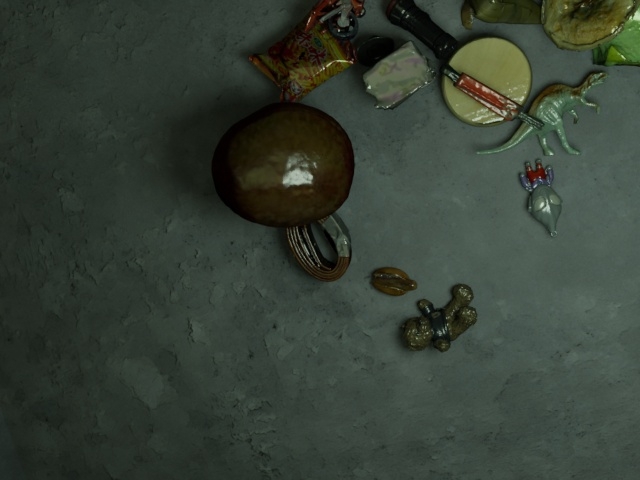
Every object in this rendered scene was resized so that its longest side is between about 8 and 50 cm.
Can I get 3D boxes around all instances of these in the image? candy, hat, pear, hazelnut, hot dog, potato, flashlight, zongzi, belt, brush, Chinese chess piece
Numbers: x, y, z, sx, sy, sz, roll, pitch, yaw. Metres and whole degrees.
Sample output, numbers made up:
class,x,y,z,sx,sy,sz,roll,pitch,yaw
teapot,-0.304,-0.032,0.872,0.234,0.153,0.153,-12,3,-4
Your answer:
class,x,y,z,sx,sy,sz,roll,pitch,yaw
candy,0.226,-0.467,1.793,0.195,0.185,0.137,-32,96,17
hat,0.158,-0.568,1.854,0.121,0.121,0.050,-18,57,17
pear,0.853,-0.583,1.620,0.286,0.176,0.282,7,100,12
hazelnut,-0.110,-0.219,1.810,0.420,0.421,0.353,-18,119,17
hot dog,0.231,0.132,1.966,0.140,0.060,0.090,18,109,7
potato,0.418,-0.648,1.785,0.037,0.036,0.093,8,102,11
flashlight,0.288,-0.600,1.770,0.232,0.093,0.093,46,108,22
zongzi,0.506,-0.690,1.735,0.256,0.115,0.228,-2,60,-23
belt,0.000,0.000,1.977,0.184,0.105,0.261,-22,94,15
brush,0.461,-0.383,1.708,0.323,0.070,0.051,31,110,4
Chinese chess piece,0.467,-0.447,1.780,0.250,0.097,0.251,3,101,13

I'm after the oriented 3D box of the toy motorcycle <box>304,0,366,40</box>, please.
class,x,y,z,sx,sy,sz,roll,pitch,yaw
toy motorcycle,0.059,-0.716,1.813,0.171,0.089,0.298,16,81,-1

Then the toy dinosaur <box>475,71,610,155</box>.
class,x,y,z,sx,sy,sz,roll,pitch,yaw
toy dinosaur,0.627,-0.318,1.766,0.392,0.092,0.206,-18,96,18

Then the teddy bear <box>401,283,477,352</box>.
class,x,y,z,sx,sy,sz,roll,pitch,yaw
teddy bear,0.374,0.257,1.924,0.251,0.182,0.129,-27,129,16

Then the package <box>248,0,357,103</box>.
class,x,y,z,sx,sy,sz,roll,pitch,yaw
package,-0.052,-0.547,1.890,0.288,0.108,0.223,-33,86,7

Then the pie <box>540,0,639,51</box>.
class,x,y,z,sx,sy,sz,roll,pitch,yaw
pie,0.684,-0.615,1.605,0.274,0.055,0.274,-6,82,50

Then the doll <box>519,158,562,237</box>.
class,x,y,z,sx,sy,sz,roll,pitch,yaw
doll,0.641,-0.118,1.811,0.102,0.075,0.228,-13,85,7
